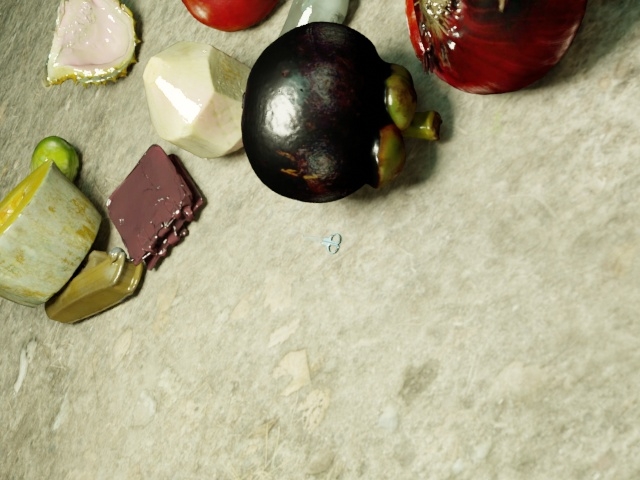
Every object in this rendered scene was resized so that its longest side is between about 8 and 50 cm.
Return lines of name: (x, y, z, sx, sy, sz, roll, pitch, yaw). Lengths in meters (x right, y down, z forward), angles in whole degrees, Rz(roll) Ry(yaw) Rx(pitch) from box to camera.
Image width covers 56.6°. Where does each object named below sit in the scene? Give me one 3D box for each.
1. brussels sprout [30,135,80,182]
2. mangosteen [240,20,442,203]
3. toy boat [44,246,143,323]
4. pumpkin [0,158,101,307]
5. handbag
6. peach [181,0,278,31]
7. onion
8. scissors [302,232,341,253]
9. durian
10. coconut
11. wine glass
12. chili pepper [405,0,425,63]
brussels sprout: (-0.686, -0.195, 1.539, 0.155, 0.117, 0.155, 8, 101, 47)
mangosteen: (0.032, -0.187, 0.900, 0.302, 0.275, 0.275, 8, 80, 6)
toy boat: (-0.518, 0.096, 1.330, 0.321, 0.089, 0.121, -24, 56, 32)
pumpkin: (-0.651, -0.003, 1.363, 0.332, 0.199, 0.332, -28, 38, 25)
handbag: (-0.349, -0.072, 1.259, 0.203, 0.074, 0.216, -50, 53, 15)
peach: (-0.185, -0.532, 1.203, 0.226, 0.196, 0.190, -4, 40, 36)
onion: (0.254, -0.338, 0.790, 0.273, 0.285, 0.273, 165, 90, -75)
scissors: (0.000, 0.000, 1.000, 0.083, 0.006, 0.036, 13, 86, 40)
durian: (-0.556, -0.502, 1.519, 0.196, 0.185, 0.305, 14, 77, 14)
coconut: (-0.235, -0.268, 1.131, 0.237, 0.237, 0.197, 30, 97, 40)
wine glass: (0.007, -0.429, 1.070, 0.103, 0.103, 0.222, 46, 111, 38)
chili pepper: (0.172, -0.359, 0.948, 0.088, 0.065, 0.169, -5, 77, 54)
